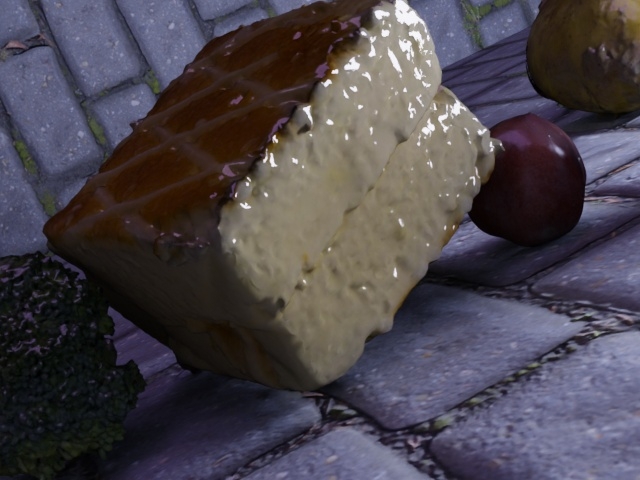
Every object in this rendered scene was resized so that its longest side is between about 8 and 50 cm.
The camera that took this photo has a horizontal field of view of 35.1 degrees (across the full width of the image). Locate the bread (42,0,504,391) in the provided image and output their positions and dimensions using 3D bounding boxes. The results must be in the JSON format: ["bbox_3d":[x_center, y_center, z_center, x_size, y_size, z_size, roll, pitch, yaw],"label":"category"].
[{"bbox_3d":[-0.058,-0.046,1.112,0.390,0.279,0.371,-4,46,54],"label":"bread"}]

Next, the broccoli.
[{"bbox_3d":[-0.333,0.139,1.103,0.235,0.288,0.259,-27,-26,-19],"label":"broccoli"}]

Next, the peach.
[{"bbox_3d":[0.242,-0.074,1.162,0.152,0.152,0.152,-23,12,5],"label":"peach"}]

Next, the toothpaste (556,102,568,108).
[{"bbox_3d":[0.485,-0.279,1.877,0.049,0.031,0.204,-13,13,42],"label":"toothpaste"}]

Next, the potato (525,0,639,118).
[{"bbox_3d":[0.459,-0.300,1.582,0.229,0.229,0.266,-24,8,0],"label":"potato"}]
